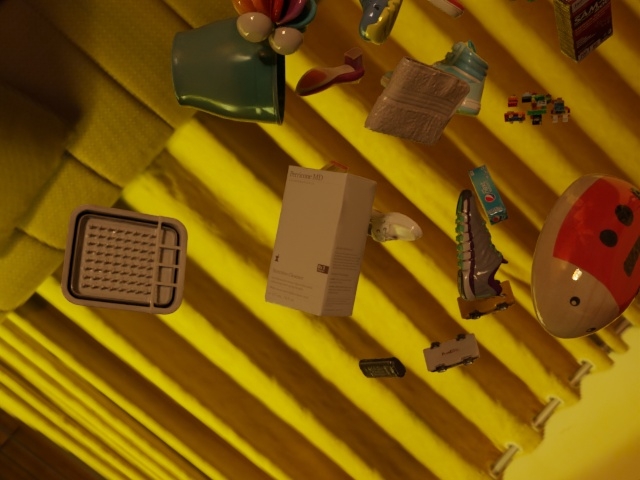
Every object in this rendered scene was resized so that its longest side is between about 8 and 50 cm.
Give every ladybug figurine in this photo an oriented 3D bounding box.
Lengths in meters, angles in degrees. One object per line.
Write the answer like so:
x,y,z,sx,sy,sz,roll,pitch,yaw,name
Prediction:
0.640,0.026,1.538,0.162,0.305,0.449,-1,-131,52,ladybug figurine

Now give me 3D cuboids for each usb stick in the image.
0.207,0.433,2.288,0.045,0.077,0.278,-33,-179,-23,usb stick

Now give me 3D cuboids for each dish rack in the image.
-0.551,0.059,1.896,0.072,0.333,0.285,-21,-117,57,dish rack

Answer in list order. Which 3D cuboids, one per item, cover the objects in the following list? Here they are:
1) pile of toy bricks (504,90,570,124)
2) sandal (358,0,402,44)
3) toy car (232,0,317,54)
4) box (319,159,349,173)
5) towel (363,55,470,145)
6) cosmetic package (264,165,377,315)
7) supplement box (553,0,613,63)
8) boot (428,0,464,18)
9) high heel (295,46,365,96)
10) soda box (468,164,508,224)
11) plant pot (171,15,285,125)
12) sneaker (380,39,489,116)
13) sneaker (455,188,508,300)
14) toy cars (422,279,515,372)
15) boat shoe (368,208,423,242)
0.733,-0.464,2.278,0.212,0.118,0.105,0,-133,20,pile of toy bricks
0.118,-0.547,1.472,0.126,0.138,0.317,114,-6,-50,sandal
-0.086,-0.491,1.402,0.136,0.182,0.159,-22,-117,47,toy car
0.028,-0.244,2.657,0.232,0.087,0.058,-41,154,-54,box
0.237,-0.321,1.593,0.282,0.049,0.187,1,128,-47,towel
0.000,0.000,1.843,0.217,0.156,0.385,10,-87,38,cosmetic package
0.701,-0.601,1.790,0.130,0.073,0.239,-40,145,4,supplement box
0.291,-0.669,1.614,0.176,0.244,0.088,-46,177,18,boot
0.029,-0.441,1.891,0.244,0.082,0.117,-42,151,-24,high heel
0.593,-0.162,2.382,0.067,0.071,0.210,-21,-124,11,soda box
-0.221,-0.418,1.641,0.271,0.255,0.271,1,90,-89,plant pot
0.346,-0.500,1.976,0.127,0.319,0.208,-3,112,-66,sneaker
0.323,0.008,1.346,0.083,0.098,0.224,-65,152,-83,sneaker
0.500,0.293,2.231,0.176,0.087,0.394,32,-92,40,toy cars
0.202,-0.032,2.135,0.096,0.098,0.277,-46,-146,-23,boat shoe
